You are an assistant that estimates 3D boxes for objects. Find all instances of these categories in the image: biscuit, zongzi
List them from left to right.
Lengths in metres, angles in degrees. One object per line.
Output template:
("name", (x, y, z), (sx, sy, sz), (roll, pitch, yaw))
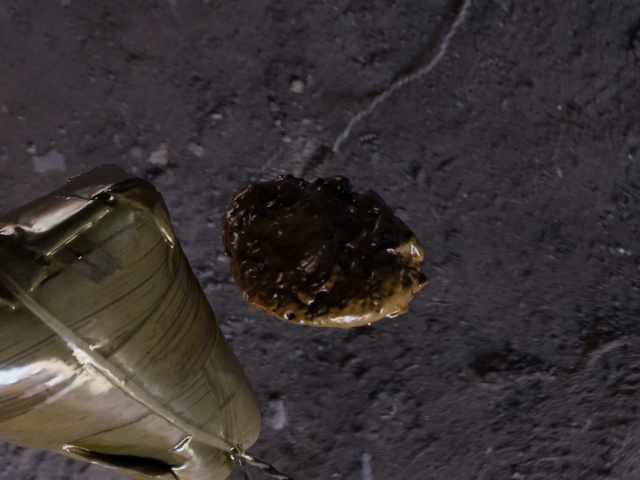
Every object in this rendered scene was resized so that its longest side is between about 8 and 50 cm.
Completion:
("zongzi", (-0.310, 0.217, 1.209), (0.466, 0.500, 0.218), (-33, 33, -15))
("biscuit", (0.004, -0.001, 1.524), (0.334, 0.289, 0.081), (-123, 31, -46))
